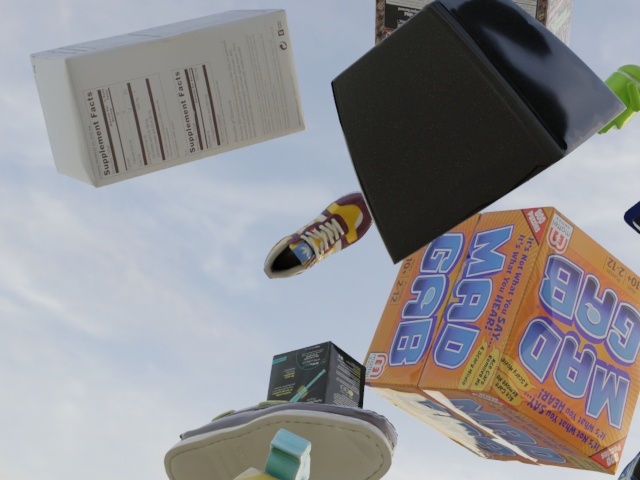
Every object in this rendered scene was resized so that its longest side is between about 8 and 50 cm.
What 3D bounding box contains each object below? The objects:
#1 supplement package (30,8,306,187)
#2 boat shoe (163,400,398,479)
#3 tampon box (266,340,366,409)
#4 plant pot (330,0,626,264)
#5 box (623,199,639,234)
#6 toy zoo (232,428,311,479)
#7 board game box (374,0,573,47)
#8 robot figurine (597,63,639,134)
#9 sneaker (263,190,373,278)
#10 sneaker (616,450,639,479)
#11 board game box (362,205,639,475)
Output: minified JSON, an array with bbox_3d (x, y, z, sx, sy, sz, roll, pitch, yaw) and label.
[{"bbox_3d":[-0.161,-0.156,1.238,0.139,0.244,0.134,19,-57,60],"label":"supplement package"},{"bbox_3d":[-0.040,0.238,1.366,0.324,0.097,0.116,-17,-77,37],"label":"boat shoe"},{"bbox_3d":[-0.009,0.257,1.799,0.120,0.161,0.101,-17,-40,33],"label":"tampon box"},{"bbox_3d":[0.123,-0.116,1.019,0.188,0.187,0.167,-33,-90,35],"label":"plant pot"},{"bbox_3d":[0.352,-0.013,0.944,0.136,0.225,0.036,-39,-52,2],"label":"box"},{"bbox_3d":[-0.075,0.249,0.690,0.030,0.293,0.192,22,-1,15],"label":"toy zoo"},{"bbox_3d":[0.204,-0.258,1.562,0.232,0.141,0.291,16,-53,22],"label":"board game box"},{"bbox_3d":[0.435,-0.207,1.694,0.067,0.115,0.101,44,0,0],"label":"robot figurine"},{"bbox_3d":[0.000,0.000,1.659,0.185,0.084,0.069,-37,-85,24],"label":"sneaker"},{"bbox_3d":[0.395,0.343,1.462,0.080,0.211,0.081,30,9,9],"label":"sneaker"},{"bbox_3d":[0.357,0.187,2.174,0.356,0.356,0.356,34,-23,-30],"label":"board game box"}]
